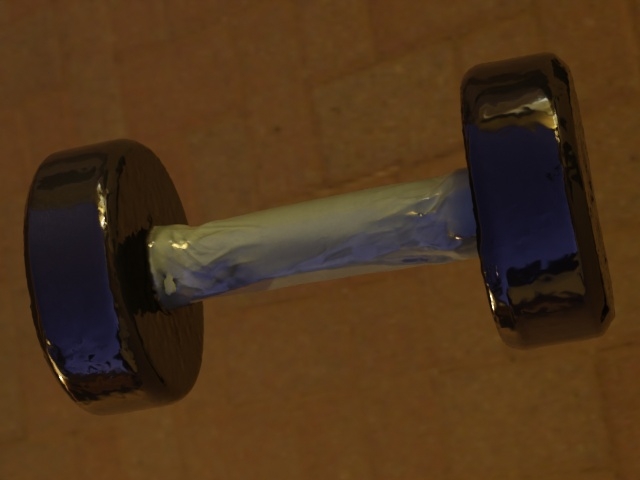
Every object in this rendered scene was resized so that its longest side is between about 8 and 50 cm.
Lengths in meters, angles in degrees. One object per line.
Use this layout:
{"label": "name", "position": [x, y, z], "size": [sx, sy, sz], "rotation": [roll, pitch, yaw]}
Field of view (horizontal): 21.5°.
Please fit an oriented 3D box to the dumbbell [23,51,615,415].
{"label": "dumbbell", "position": [0.000, 0.000, 0.587], "size": [0.191, 0.100, 0.100], "rotation": [-11, 87, 11]}
